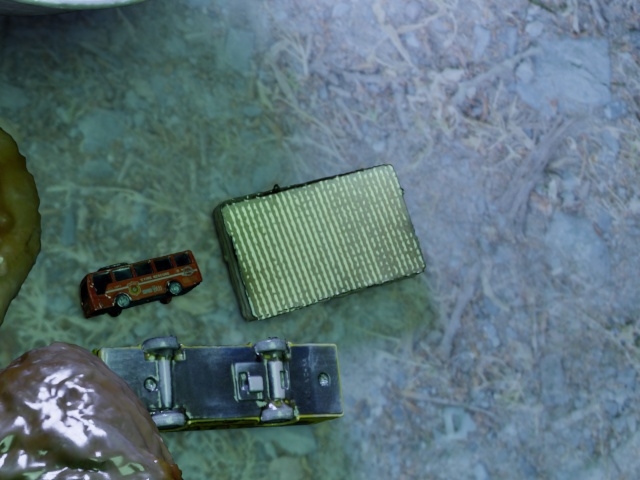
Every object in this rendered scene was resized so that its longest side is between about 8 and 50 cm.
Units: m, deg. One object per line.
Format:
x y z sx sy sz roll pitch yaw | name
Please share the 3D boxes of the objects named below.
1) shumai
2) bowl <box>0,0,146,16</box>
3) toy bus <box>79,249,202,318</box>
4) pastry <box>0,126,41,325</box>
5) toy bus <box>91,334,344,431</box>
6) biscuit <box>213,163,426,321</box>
-0.245 0.246 0.869 0.283 0.217 0.346 0 77 -28 | shumai
-0.287 -0.343 1.035 0.434 0.196 0.435 14 63 -29 | bowl
-0.161 0.038 1.087 0.110 0.031 0.043 -13 78 -32 | toy bus
-0.345 -0.017 0.961 0.235 0.121 0.257 2 71 -31 | pastry
-0.091 0.127 1.070 0.226 0.074 0.081 0 75 -28 | toy bus
0.000 0.000 1.178 0.199 0.040 0.121 -14 83 -29 | biscuit
